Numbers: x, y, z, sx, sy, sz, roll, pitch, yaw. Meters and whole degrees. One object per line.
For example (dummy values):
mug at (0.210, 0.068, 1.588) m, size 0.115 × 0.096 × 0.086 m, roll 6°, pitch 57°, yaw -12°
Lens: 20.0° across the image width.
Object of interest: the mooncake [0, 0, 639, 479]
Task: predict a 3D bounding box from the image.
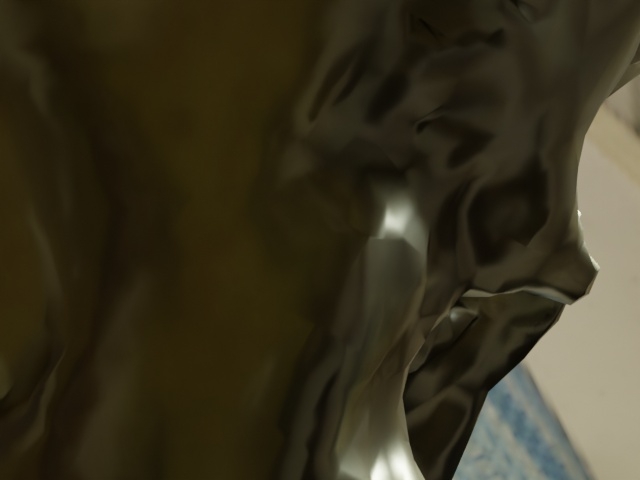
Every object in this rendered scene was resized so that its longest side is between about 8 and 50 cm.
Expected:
mooncake at (0.000, 0.000, 0.583) m, size 0.246 × 0.393 × 0.394 m, roll 17°, pitch 56°, yaw -53°
